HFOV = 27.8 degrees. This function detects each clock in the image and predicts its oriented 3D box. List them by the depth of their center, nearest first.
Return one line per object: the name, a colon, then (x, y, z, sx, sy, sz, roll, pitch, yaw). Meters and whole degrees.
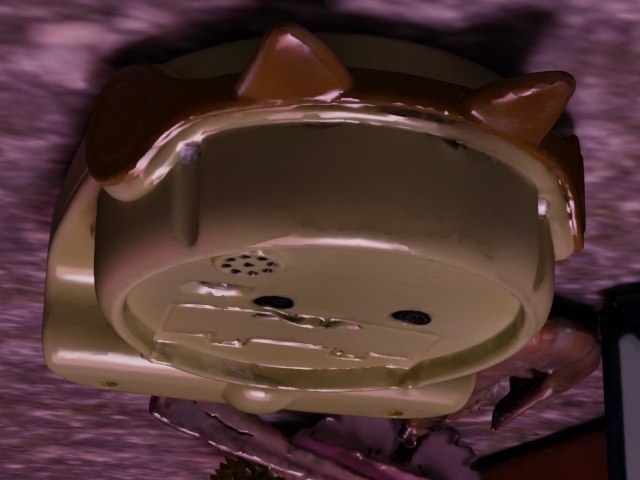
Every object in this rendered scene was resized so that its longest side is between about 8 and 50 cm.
clock: (0.000, 0.000, 0.717, 0.286, 0.117, 0.348, 8, 155, -14)

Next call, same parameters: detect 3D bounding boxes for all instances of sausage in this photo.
sausage: (0.245, 0.247, 1.286, 0.097, 0.094, 0.348, 27, 150, -19)

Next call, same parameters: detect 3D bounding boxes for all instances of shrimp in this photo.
shrimp: (0.139, 0.108, 1.028, 0.145, 0.059, 0.254, -3, 154, -11)

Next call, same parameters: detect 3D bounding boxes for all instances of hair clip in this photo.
hair clip: (-0.009, 0.196, 1.135, 0.300, 0.173, 0.069, 25, 154, 0)

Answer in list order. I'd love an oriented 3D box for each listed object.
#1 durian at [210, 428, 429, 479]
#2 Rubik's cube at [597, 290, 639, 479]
durian: (0.024, 0.310, 1.278, 0.291, 0.224, 0.291, 5, 161, 2)
Rubik's cube: (0.340, 0.177, 0.930, 0.250, 0.246, 0.248, -7, 154, 19)
